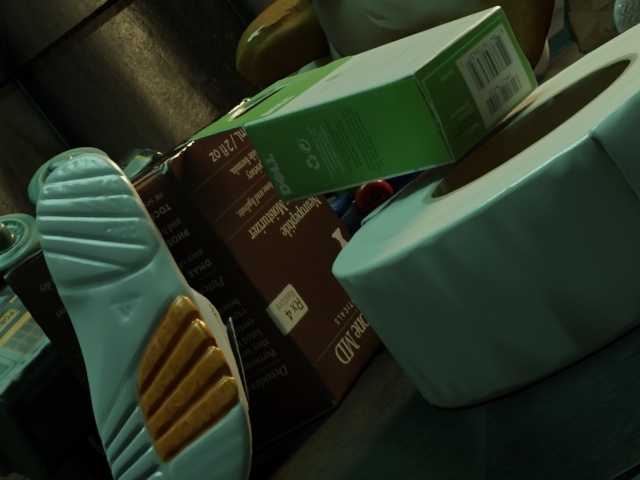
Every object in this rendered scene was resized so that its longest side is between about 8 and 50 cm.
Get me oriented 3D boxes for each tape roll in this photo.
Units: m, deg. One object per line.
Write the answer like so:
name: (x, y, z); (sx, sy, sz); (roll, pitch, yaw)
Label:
tape roll: (0.148, -0.027, 0.971); (0.286, 0.100, 0.286); (-35, 6, 4)

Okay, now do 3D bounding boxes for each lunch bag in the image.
lunch bag: (0.000, 0.000, 1.675); (0.098, 0.065, 0.067); (-32, 8, 28)

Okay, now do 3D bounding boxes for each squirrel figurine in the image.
squirrel figurine: (0.101, -0.226, 1.614); (0.397, 0.281, 0.370); (-48, -8, -17)

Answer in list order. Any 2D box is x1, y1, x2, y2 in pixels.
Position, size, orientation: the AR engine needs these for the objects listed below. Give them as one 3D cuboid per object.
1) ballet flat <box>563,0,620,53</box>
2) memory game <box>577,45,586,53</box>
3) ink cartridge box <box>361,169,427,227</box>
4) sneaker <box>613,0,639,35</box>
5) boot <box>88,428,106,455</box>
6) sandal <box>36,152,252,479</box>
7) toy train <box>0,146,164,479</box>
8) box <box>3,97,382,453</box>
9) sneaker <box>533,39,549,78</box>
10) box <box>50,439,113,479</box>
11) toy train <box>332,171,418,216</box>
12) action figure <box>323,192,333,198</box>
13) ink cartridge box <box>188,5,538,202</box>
ballet flat: (0.363, -0.303, 1.724); (0.147, 0.147, 0.409); (-31, 9, 35)
memory game: (0.312, -0.290, 1.828); (0.186, 0.012, 0.186); (18, -90, -73)
ink cartridge box: (0.140, -0.062, 1.478); (0.223, 0.045, 0.224); (-31, 9, 40)
sneaker: (0.356, -0.232, 1.366); (0.269, 0.101, 0.153); (-30, 6, 5)
boot: (-0.082, 0.088, 1.390); (0.236, 0.085, 0.178); (-37, 8, -26)
sandal: (-0.101, 0.064, 1.091); (0.102, 0.265, 0.076); (-28, -19, 18)
toy train: (-0.206, 0.051, 1.377); (0.190, 0.142, 0.334); (16, 50, 37)
box: (-0.080, 0.038, 1.216); (0.167, 0.203, 0.168); (-32, 8, 28)
sneaker: (0.140, -0.197, 1.974); (0.365, 0.210, 0.137); (-65, 14, -14)
box: (-0.178, 0.124, 1.528); (0.207, 0.108, 0.153); (-40, 8, -24)
toy train: (0.095, -0.141, 1.841); (0.248, 0.143, 0.105); (-37, 7, -5)
action figure: (-0.035, -0.052, 2.029); (0.185, 0.099, 0.285); (-12, 26, 26)
ink cartridge box: (0.025, -0.081, 1.099); (0.209, 0.062, 0.109); (-13, 20, 44)
